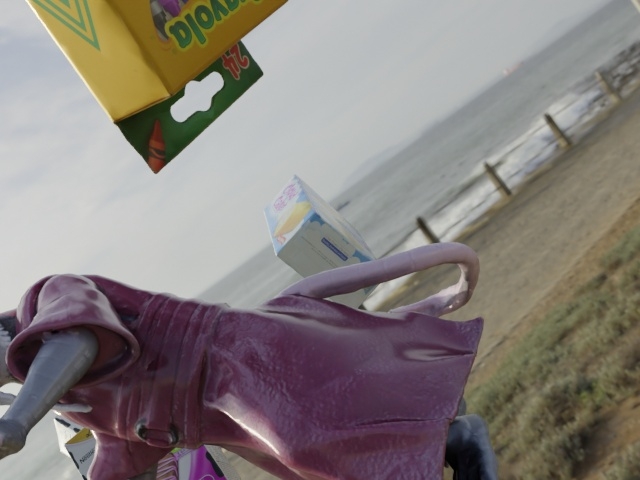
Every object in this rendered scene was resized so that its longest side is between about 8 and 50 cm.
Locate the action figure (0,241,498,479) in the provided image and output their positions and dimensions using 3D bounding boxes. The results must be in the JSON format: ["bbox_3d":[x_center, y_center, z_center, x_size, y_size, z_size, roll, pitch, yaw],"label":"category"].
[{"bbox_3d":[-0.076,0.072,0.518,0.248,0.370,0.275,102,-178,-59],"label":"action figure"}]

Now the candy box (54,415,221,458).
[{"bbox_3d":[-0.271,0.288,1.251,0.196,0.070,0.165,19,33,32],"label":"candy box"}]

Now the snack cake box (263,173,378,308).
[{"bbox_3d":[0.000,0.000,1.321,0.089,0.152,0.264,-48,17,7],"label":"snack cake box"}]

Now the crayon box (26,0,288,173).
[{"bbox_3d":[-0.150,-0.241,0.674,0.081,0.318,0.202,-16,27,38],"label":"crayon box"}]

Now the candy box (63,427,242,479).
[{"bbox_3d":[-0.206,0.309,1.076,0.159,0.233,0.071,-40,-28,-3],"label":"candy box"}]
